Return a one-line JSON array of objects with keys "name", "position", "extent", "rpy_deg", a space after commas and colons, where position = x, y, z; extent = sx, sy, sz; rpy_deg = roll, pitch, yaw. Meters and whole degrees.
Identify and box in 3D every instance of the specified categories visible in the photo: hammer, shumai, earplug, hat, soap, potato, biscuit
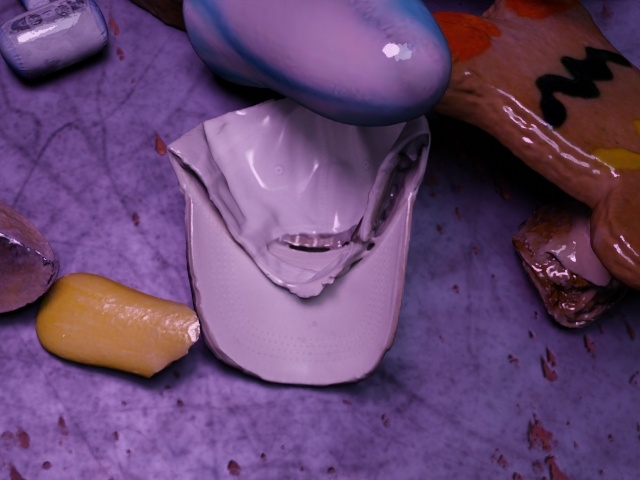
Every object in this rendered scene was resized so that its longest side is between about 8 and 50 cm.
[{"name": "hammer", "position": [-0.318, -0.266, 1.248], "extent": [0.116, 0.069, 0.194], "rpy_deg": [-26, 65, -16]}, {"name": "shumai", "position": [0.275, 0.004, 1.182], "extent": [0.146, 0.116, 0.145], "rpy_deg": [2, 68, -5]}, {"name": "earplug", "position": [0.009, -0.191, 1.083], "extent": [0.185, 0.185, 0.324], "rpy_deg": [-24, 32, -16]}, {"name": "hat", "position": [-0.002, -0.004, 1.150], "extent": [0.258, 0.168, 0.301], "rpy_deg": [-1, 91, 16]}, {"name": "soap", "position": [-0.199, 0.087, 1.117], "extent": [0.169, 0.033, 0.089], "rpy_deg": [18, 84, 12]}, {"name": "potato", "position": [-0.386, -0.013, 1.133], "extent": [0.261, 0.100, 0.120], "rpy_deg": [33, 106, -9]}, {"name": "biscuit", "position": [0.306, -0.130, 1.189], "extent": [0.394, 0.076, 0.368], "rpy_deg": [44, 42, 16]}]

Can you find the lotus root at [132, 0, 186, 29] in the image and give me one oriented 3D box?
[{"name": "lotus root", "position": [-0.115, -0.426, 1.317], "extent": [0.375, 0.111, 0.390], "rpy_deg": [25, 68, 8]}]
